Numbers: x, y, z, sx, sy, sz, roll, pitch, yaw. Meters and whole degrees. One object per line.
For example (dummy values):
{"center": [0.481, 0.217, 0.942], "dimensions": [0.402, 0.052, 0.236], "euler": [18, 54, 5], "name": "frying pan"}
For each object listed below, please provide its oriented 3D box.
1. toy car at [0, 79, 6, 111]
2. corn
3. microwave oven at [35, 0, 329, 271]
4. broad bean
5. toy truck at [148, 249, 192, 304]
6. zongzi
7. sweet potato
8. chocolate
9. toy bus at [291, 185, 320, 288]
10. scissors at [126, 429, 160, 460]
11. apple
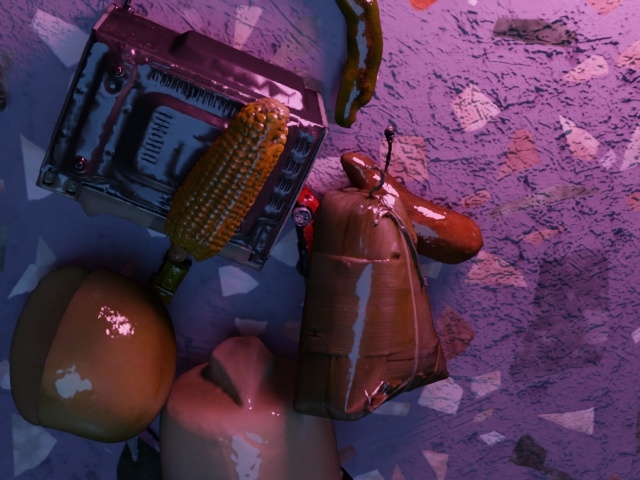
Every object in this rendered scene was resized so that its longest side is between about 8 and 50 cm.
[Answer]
{"center": [-0.554, -0.220, 1.411], "dimensions": [0.143, 0.054, 0.073], "euler": [-6, 115, 0], "name": "toy car"}
{"center": [-0.126, -0.077, 1.248], "dimensions": [0.097, 0.097, 0.261], "euler": [32, 105, -16], "name": "corn"}
{"center": [-0.200, -0.151, 1.378], "dimensions": [0.355, 0.218, 0.286], "euler": [22, 112, -13], "name": "microwave oven"}
{"center": [0.025, -0.322, 1.403], "dimensions": [0.144, 0.049, 0.291], "euler": [-29, 109, -2], "name": "broad bean"}
{"center": [-0.255, 0.065, 1.558], "dimensions": [0.049, 0.054, 0.083], "euler": [29, 110, -16], "name": "toy truck"}
{"center": [0.117, 0.050, 1.504], "dimensions": [0.182, 0.418, 0.446], "euler": [9, 95, 36], "name": "zongzi"}
{"center": [0.144, -0.042, 1.519], "dimensions": [0.292, 0.097, 0.097], "euler": [30, 108, -16], "name": "sweet potato"}
{"center": [-0.113, 0.331, 1.539], "dimensions": [0.314, 0.326, 0.296], "euler": [-22, 125, -40], "name": "chocolate"}
{"center": [0.000, 0.000, 1.536], "dimensions": [0.089, 0.081, 0.195], "euler": [-14, 114, -8], "name": "toy bus"}
{"center": [-0.339, 0.326, 1.675], "dimensions": [0.134, 0.020, 0.187], "euler": [-16, 124, -1], "name": "scissors"}
{"center": [-0.350, 0.185, 1.483], "dimensions": [0.234, 0.295, 0.257], "euler": [23, 73, -28], "name": "apple"}
